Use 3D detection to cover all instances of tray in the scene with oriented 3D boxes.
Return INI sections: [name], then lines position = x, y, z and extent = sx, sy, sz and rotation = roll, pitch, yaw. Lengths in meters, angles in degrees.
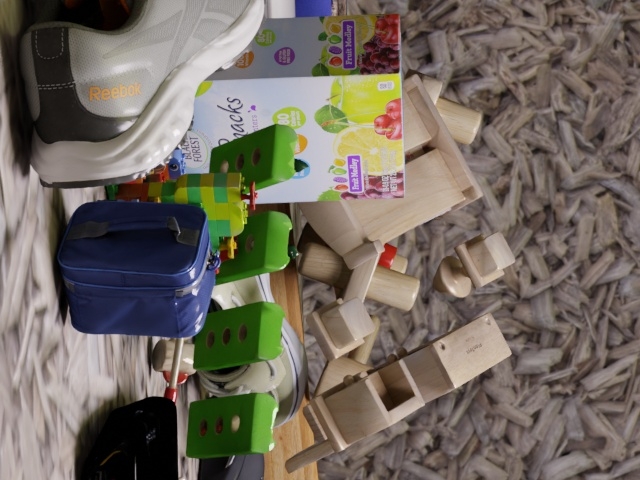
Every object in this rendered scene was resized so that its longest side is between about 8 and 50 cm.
[tray]
position = -0.049, 0.147, 2.075
extent = 0.203, 0.076, 0.411
rotation = 87, -4, -75

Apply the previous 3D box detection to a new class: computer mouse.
[computer mouse]
position = -0.085, 0.288, 1.880
extent = 0.262, 0.060, 0.184
rotation = -87, 174, -54

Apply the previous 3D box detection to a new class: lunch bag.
[lunch bag]
position = -0.108, 0.014, 1.152
extent = 0.067, 0.098, 0.065
rotation = -81, 168, -45

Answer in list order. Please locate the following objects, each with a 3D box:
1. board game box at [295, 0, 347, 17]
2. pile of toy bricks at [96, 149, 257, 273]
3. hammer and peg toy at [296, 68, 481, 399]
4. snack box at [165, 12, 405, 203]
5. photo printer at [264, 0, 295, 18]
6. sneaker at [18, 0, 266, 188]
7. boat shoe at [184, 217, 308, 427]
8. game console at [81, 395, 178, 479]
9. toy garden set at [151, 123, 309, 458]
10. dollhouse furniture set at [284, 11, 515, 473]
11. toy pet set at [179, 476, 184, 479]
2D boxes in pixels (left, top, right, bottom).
[board game box]
position = -0.046, -0.249, 2.041
extent = 0.291, 0.141, 0.232
rotation = -80, 169, -74
[pile of toy bricks]
position = -0.096, -0.026, 1.337
extent = 0.118, 0.105, 0.212
rotation = -88, 176, -46
[hammer and peg toy]
position = 0.047, -0.009, 2.020
extent = 0.266, 0.127, 0.361
rotation = -96, -154, -83
[snack box]
position = -0.035, -0.103, 1.548
extent = 0.174, 0.207, 0.070
rotation = 83, 7, -56
[photo printer]
position = -0.079, -0.238, 1.716
extent = 0.256, 0.107, 0.307
rotation = -77, 165, -78
[sneaker]
position = -0.102, -0.139, 1.112
extent = 0.271, 0.100, 0.108
rotation = -70, 152, -54
[boat shoe]
position = -0.086, 0.094, 1.757
extent = 0.302, 0.109, 0.094
rotation = 74, 31, -50
[game console]
position = -0.124, 0.293, 1.295
extent = 0.213, 0.044, 0.361
rotation = -30, 120, -86
[toy garden set]
position = -0.071, 0.049, 1.478
extent = 0.204, 0.049, 0.244
rotation = -15, -113, 59
[dollhouse furniture set]
position = 0.000, 0.000, 1.772
extent = 0.303, 0.174, 0.355
rotation = -25, 86, -52
[toy pet set]
position = -0.112, 0.248, 1.445
extent = 0.065, 0.114, 0.122
rotation = -27, 126, -39
